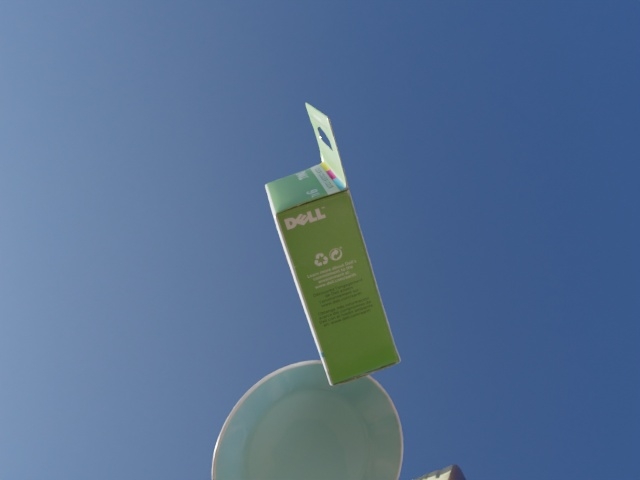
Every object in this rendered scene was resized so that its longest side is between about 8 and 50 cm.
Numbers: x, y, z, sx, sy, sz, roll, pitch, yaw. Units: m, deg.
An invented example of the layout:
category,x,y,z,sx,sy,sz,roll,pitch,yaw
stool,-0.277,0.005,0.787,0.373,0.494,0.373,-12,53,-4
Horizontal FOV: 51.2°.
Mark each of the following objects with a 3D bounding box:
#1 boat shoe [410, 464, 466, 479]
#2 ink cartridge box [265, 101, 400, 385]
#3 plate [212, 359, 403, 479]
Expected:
category,x,y,z,sx,sy,sz,roll,pitch,yaw
boat shoe,0.044,0.205,0.392,0.089,0.285,0.104,-20,-106,14
ink cartridge box,0.000,0.000,0.554,0.062,0.109,0.209,-18,-71,-2
plate,-0.010,0.202,0.623,0.188,0.024,0.188,-1,-86,-22
